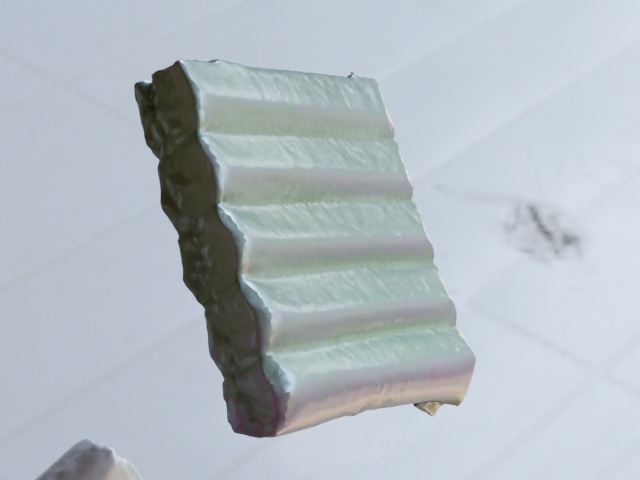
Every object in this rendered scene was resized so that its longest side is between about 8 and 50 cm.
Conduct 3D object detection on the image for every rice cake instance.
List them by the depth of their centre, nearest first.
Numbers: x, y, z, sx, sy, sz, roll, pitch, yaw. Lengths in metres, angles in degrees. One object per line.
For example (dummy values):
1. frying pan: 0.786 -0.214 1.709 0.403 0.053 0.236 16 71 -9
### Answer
1. rice cake: 0.000 0.000 0.799 0.198 0.037 0.189 11 58 -59

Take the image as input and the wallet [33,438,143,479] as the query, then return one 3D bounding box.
1. wallet: -0.129 0.160 0.640 0.190 0.095 0.033 -43 40 -20
